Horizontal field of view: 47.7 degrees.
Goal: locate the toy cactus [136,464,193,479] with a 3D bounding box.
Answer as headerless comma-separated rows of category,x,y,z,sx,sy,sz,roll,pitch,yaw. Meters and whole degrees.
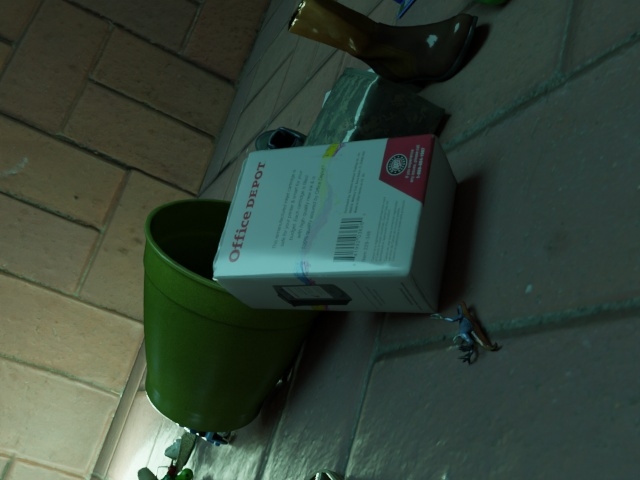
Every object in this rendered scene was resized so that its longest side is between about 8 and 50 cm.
toy cactus,-0.388,0.596,1.672,0.180,0.112,0.219,37,100,47

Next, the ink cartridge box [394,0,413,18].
ink cartridge box,0.226,-0.680,1.658,0.186,0.065,0.311,-40,33,55

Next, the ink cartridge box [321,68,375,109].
ink cartridge box,0.069,-0.317,1.708,0.179,0.045,0.145,-16,49,44

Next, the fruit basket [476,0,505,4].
fruit basket,0.265,-0.587,1.233,0.392,0.283,0.392,-44,-32,-37

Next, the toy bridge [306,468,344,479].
toy bridge,0.003,0.362,1.038,0.188,0.026,0.063,-41,30,53

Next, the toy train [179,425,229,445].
toy train,-0.256,0.399,1.596,0.184,0.105,0.080,-11,57,69

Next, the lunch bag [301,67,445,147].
lunch bag,0.066,-0.181,1.311,0.235,0.169,0.287,-64,23,11

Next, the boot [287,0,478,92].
boot,0.104,-0.377,1.261,0.096,0.280,0.264,-69,18,-8

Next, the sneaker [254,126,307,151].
sneaker,-0.085,-0.234,1.770,0.300,0.121,0.111,23,80,54

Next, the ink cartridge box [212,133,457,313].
ink cartridge box,0.025,-0.020,1.046,0.306,0.131,0.226,-2,60,30

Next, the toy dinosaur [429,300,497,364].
toy dinosaur,0.180,0.106,0.870,0.090,0.047,0.082,-7,45,31

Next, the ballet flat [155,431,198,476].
ballet flat,-0.360,0.548,1.767,0.073,0.067,0.206,-28,41,64

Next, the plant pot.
plant pot,-0.186,0.157,1.379,0.366,0.366,0.353,-105,31,-63
